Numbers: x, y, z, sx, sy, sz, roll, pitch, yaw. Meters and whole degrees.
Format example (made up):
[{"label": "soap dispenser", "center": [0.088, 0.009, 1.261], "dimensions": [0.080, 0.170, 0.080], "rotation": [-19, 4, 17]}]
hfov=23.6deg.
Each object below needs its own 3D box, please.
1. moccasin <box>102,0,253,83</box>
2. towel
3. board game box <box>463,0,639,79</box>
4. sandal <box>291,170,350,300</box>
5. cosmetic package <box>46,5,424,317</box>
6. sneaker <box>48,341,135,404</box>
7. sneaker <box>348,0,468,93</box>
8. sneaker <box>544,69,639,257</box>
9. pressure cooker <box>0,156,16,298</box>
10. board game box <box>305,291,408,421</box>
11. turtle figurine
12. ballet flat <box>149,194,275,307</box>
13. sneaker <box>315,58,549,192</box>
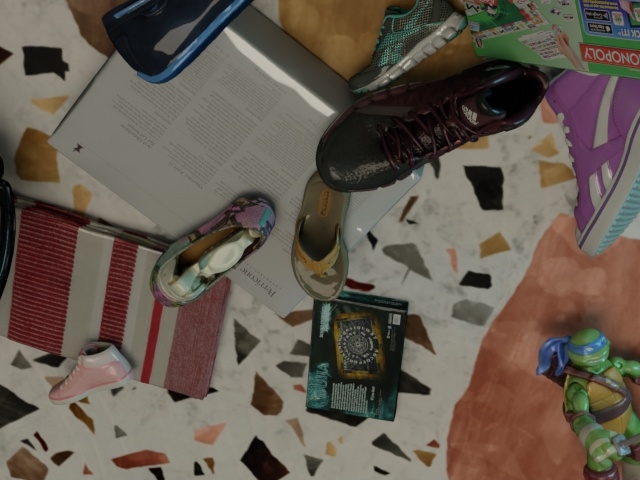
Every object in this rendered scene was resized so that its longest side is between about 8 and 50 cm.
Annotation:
[{"label": "moccasin", "center": [-0.100, -0.323, 1.684], "dimensions": [0.117, 0.138, 0.342], "rotation": [45, 86, -3]}, {"label": "towel", "center": [-0.291, 0.079, 2.082], "dimensions": [0.329, 0.037, 0.237], "rotation": [17, 125, 4]}, {"label": "board game box", "center": [0.257, -0.284, 1.615], "dimensions": [0.317, 0.046, 0.213], "rotation": [19, 132, 52]}, {"label": "sandal", "center": [0.000, 0.000, 1.851], "dimensions": [0.072, 0.049, 0.180], "rotation": [10, 123, 6]}, {"label": "cosmetic package", "center": [-0.102, -0.118, 1.885], "dimensions": [0.377, 0.097, 0.284], "rotation": [38, 119, -11]}, {"label": "sneaker", "center": [-0.326, 0.177, 2.105], "dimensions": [0.134, 0.051, 0.070], "rotation": [-18, 115, 22]}, {"label": "sneaker", "center": [0.092, -0.237, 1.802], "dimensions": [0.166, 0.065, 0.076], "rotation": [-34, 92, 24]}, {"label": "sneaker", "center": [0.325, -0.116, 1.809], "dimensions": [0.161, 0.102, 0.282], "rotation": [37, 139, 22]}, {"label": "pressure cooker", "center": [-0.601, 0.011, 1.908], "dimensions": [0.420, 0.375, 0.370], "rotation": [22, 120, 0]}, {"label": "board game box", "center": [0.047, 0.154, 2.057], "dimensions": [0.126, 0.026, 0.186], "rotation": [9, 122, 7]}, {"label": "turtle figurine", "center": [0.408, 0.243, 1.934], "dimensions": [0.274, 0.198, 0.266], "rotation": [-1, 124, 17]}, {"label": "ballet flat", "center": [-0.142, 0.026, 1.881], "dimensions": [0.077, 0.079, 0.221], "rotation": [43, 121, -16]}, {"label": "sneaker", "center": [0.131, -0.138, 1.726], "dimensions": [0.281, 0.162, 0.106], "rotation": [-26, 97, -6]}]
